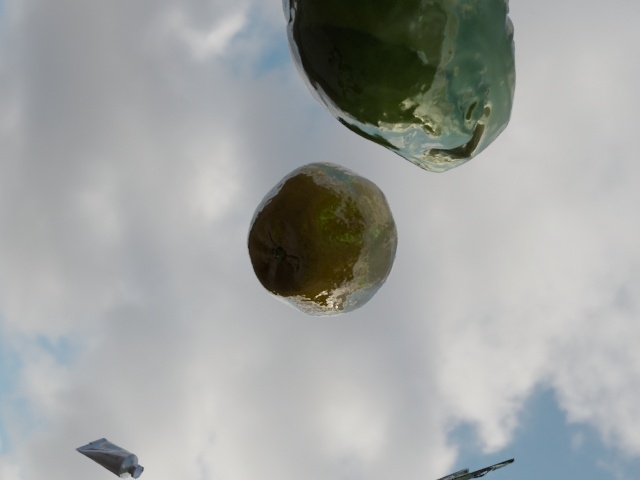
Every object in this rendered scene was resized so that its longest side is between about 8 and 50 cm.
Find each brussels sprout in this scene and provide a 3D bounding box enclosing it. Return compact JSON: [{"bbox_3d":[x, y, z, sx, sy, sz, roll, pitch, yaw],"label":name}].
[{"bbox_3d":[0.106,-0.260,1.228,0.355,0.281,0.289,53,-10,-24],"label":"brussels sprout"}]

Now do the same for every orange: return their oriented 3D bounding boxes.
[{"bbox_3d":[0.000,0.000,1.695,0.279,0.235,0.279,2,-87,46],"label":"orange"}]

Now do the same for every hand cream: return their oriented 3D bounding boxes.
[{"bbox_3d":[-0.420,0.444,1.953,0.142,0.084,0.053,18,-75,30],"label":"hand cream"}]

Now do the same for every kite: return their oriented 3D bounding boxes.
[{"bbox_3d":[0.100,0.358,1.306,0.368,0.406,0.014,-27,-105,28],"label":"kite"}]
